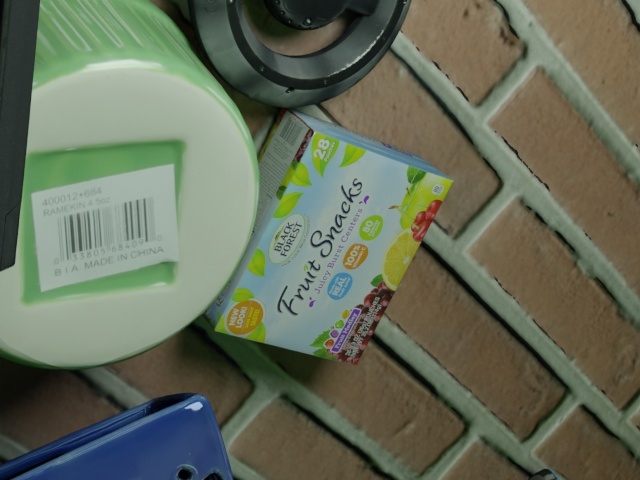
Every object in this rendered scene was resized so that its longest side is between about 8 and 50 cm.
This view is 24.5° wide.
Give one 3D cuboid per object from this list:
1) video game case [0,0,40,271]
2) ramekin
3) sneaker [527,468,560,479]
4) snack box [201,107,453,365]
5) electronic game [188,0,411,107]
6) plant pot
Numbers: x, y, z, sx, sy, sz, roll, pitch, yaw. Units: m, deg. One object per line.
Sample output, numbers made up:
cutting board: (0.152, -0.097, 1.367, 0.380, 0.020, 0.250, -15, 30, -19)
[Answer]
video game case: (-0.294, -0.145, 1.006, 0.035, 0.248, 0.274, -25, 132, -52)
ramekin: (-0.196, -0.045, 1.176, 0.303, 0.148, 0.303, -14, 123, -24)
sneaker: (0.210, 0.341, 1.691, 0.188, 0.067, 0.078, -49, 136, 6)
snack box: (0.000, 0.000, 1.370, 0.174, 0.070, 0.207, 18, 105, -37)
electronic game: (-0.011, -0.224, 1.249, 0.229, 0.048, 0.229, -16, 120, -31)
plant pot: (-0.180, 0.271, 1.262, 0.236, 0.236, 0.212, -23, 89, -17)
